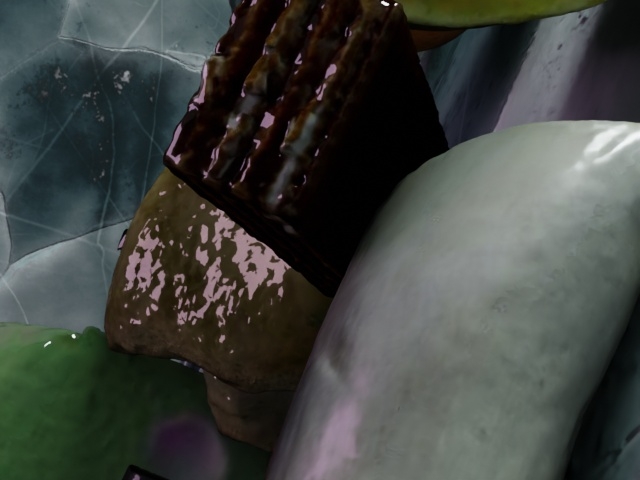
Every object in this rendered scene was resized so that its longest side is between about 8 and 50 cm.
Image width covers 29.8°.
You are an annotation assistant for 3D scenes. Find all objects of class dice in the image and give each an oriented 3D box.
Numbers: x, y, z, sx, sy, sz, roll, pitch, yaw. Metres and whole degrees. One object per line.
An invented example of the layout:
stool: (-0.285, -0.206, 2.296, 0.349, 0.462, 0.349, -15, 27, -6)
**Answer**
dice: (-0.237, 0.273, 1.175, 0.322, 0.330, 0.318, 137, 152, -69)

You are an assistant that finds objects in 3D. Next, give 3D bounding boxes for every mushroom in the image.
mushroom: (-0.054, 0.022, 1.003, 0.212, 0.217, 0.292, -166, 98, -79)
mushroom: (0.037, 0.131, 0.448, 0.177, 0.126, 0.397, -45, 20, 52)

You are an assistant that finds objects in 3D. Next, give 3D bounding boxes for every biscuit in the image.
biscuit: (0.020, -0.029, 0.675, 0.107, 0.073, 0.388, -64, -15, -6)

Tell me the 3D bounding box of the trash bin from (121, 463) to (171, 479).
trash bin: (-0.125, 0.309, 0.935, 0.115, 0.165, 0.225, 147, 146, -78)

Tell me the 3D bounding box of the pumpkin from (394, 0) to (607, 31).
pumpkin: (0.068, -0.256, 0.637, 0.199, 0.332, 0.332, 42, -111, -84)

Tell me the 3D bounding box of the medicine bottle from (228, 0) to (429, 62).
medicine bottle: (0.046, -0.326, 1.177, 0.245, 0.245, 0.290, 128, 161, -65)

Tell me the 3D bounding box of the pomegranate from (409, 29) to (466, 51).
pomegranate: (0.049, -0.288, 0.881, 0.319, 0.319, 0.319, -159, 90, -82)
